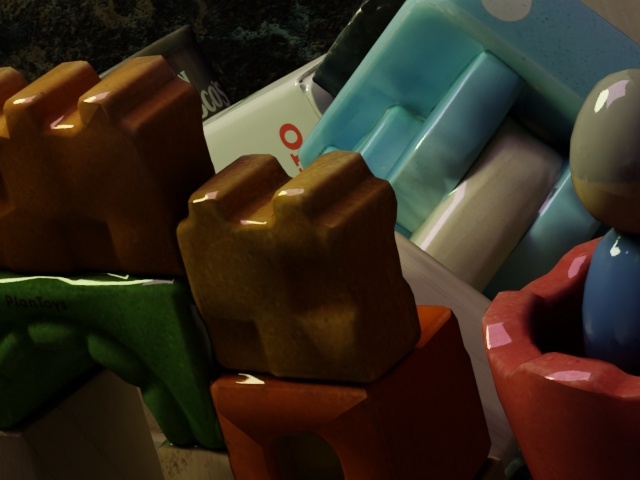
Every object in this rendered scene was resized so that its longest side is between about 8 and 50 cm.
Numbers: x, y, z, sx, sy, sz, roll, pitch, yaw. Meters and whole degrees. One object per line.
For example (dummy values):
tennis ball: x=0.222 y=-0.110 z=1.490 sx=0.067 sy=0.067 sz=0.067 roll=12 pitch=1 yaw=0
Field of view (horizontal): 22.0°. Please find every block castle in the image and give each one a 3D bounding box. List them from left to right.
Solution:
block castle: x=-0.113 y=0.096 z=0.397 sx=0.453 sy=0.213 sz=0.303 roll=-1 pitch=23 yaw=33

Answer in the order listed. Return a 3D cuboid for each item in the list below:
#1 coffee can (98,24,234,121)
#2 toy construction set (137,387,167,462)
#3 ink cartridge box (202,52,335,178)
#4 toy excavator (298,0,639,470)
coffee can: x=-0.140 y=-0.037 z=1.565 sx=0.201 sy=0.275 sz=0.201 roll=-30 pitch=8 yaw=5
toy construction set: x=-0.157 y=0.125 z=0.755 sx=0.257 sy=0.237 sz=0.309 roll=-27 pitch=9 yaw=24
ink cartridge box: x=-0.036 y=0.002 z=1.204 sx=0.278 sy=0.201 sz=0.117 roll=-25 pitch=10 yaw=38
toy excavator: x=0.066 y=0.006 z=0.807 sx=0.445 sy=0.222 sz=0.433 roll=-55 pitch=3 yaw=-24
